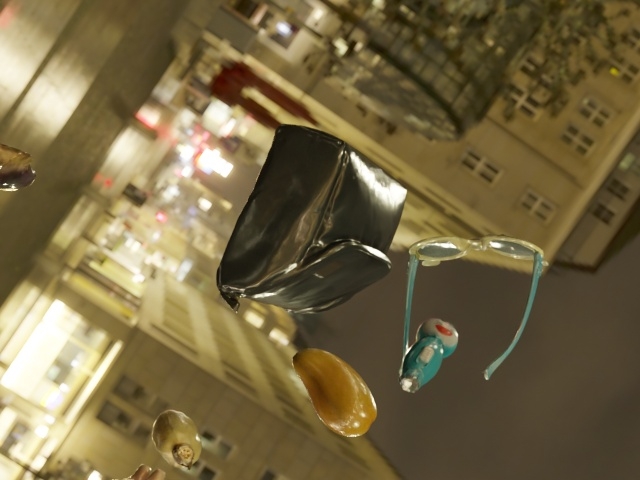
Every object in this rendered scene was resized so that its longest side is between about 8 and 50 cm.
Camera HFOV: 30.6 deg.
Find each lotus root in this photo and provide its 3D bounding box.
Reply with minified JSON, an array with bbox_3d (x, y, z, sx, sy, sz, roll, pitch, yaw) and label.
[{"bbox_3d":[-0.203,0.282,1.661,0.062,0.073,0.150,-32,-162,-8],"label":"lotus root"}]

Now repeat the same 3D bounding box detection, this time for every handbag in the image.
[{"bbox_3d":[0.003,0.000,1.704,0.302,0.178,0.275,28,79,-67],"label":"handbag"}]

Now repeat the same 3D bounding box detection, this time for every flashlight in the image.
[{"bbox_3d":[0.124,0.137,1.369,0.051,0.051,0.129,-51,180,36],"label":"flashlight"}]

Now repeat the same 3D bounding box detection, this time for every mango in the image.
[{"bbox_3d":[0.025,0.262,2.045,0.102,0.184,0.085,-29,155,-28],"label":"mango"}]

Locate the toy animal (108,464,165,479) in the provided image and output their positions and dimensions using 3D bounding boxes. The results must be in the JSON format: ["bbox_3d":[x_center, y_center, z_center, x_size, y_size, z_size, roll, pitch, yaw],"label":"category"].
[{"bbox_3d":[-0.157,0.235,0.865,0.083,0.089,0.150,91,18,-66],"label":"toy animal"}]

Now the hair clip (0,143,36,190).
[{"bbox_3d":[-0.316,-0.102,0.713,0.069,0.300,0.173,-55,175,-19],"label":"hair clip"}]

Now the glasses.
[{"bbox_3d":[0.185,0.075,1.535,0.190,0.088,0.220,-1,-135,27],"label":"glasses"}]
